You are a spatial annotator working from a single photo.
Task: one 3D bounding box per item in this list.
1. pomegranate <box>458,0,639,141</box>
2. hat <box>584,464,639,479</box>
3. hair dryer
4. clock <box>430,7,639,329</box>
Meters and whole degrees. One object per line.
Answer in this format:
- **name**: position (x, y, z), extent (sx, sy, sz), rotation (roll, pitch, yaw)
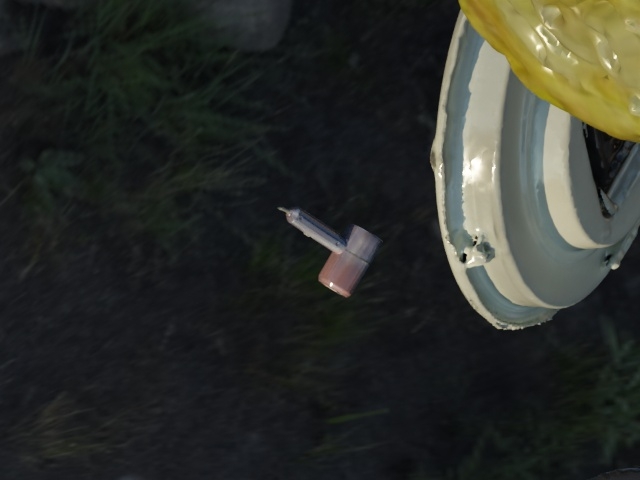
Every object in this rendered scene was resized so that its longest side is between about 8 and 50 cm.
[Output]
- **pomegranate**: position (0.142, -0.157, 0.404), extent (0.216, 0.310, 0.358), rotation (-37, 136, -17)
- **hat**: position (0.374, 0.374, 1.585), extent (0.382, 0.257, 0.366), rotation (1, 37, 10)
- **hair dryer**: position (0.000, 0.000, 1.668), extent (0.114, 0.037, 0.063), rotation (35, 85, -32)
- **clock**: position (0.135, -0.066, 0.924), extent (0.236, 0.053, 0.236), rotation (-29, 125, -51)
